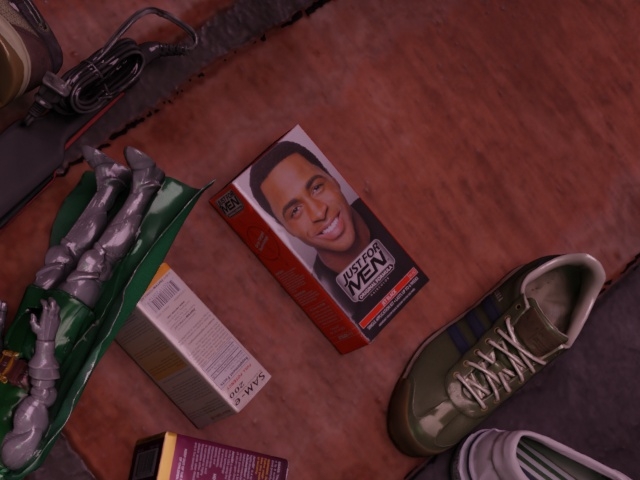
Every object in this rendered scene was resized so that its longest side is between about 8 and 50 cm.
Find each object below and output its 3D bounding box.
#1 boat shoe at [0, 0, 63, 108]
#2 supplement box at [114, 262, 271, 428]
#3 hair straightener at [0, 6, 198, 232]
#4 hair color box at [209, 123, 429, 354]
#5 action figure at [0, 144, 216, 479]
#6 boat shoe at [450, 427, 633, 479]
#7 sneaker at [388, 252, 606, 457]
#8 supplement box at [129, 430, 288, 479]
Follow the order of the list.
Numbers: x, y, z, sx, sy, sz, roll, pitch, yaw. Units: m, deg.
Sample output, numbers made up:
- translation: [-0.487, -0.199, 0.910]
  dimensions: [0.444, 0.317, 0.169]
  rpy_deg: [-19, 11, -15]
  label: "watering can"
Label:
- translation: [-0.246, -0.171, 0.838]
  dimensions: [0.223, 0.080, 0.073]
  rpy_deg: [48, 29, 7]
  label: "boat shoe"
- translation: [-0.085, 0.066, 0.852]
  dimensions: [0.098, 0.062, 0.036]
  rpy_deg: [48, 58, -8]
  label: "supplement box"
- translation: [-0.152, -0.074, 0.843]
  dimensions: [0.047, 0.089, 0.230]
  rpy_deg: [46, 60, 2]
  label: "hair straightener"
- translation: [0.000, 0.000, 0.928]
  dimensions: [0.141, 0.043, 0.072]
  rpy_deg: [49, 60, -6]
  label: "hair color box"
- translation: [-0.159, 0.055, 0.794]
  dimensions: [0.063, 0.137, 0.232]
  rpy_deg: [35, 70, -34]
  label: "action figure"
- translation: [0.195, 0.201, 0.949]
  dimensions: [0.226, 0.076, 0.083]
  rpy_deg: [28, 64, -18]
  label: "boat shoe"
- translation: [0.127, 0.070, 0.947]
  dimensions: [0.064, 0.086, 0.192]
  rpy_deg: [50, 60, -6]
  label: "sneaker"
- translation: [-0.070, 0.148, 0.840]
  dimensions: [0.083, 0.055, 0.043]
  rpy_deg: [17, 69, -22]
  label: "supplement box"
